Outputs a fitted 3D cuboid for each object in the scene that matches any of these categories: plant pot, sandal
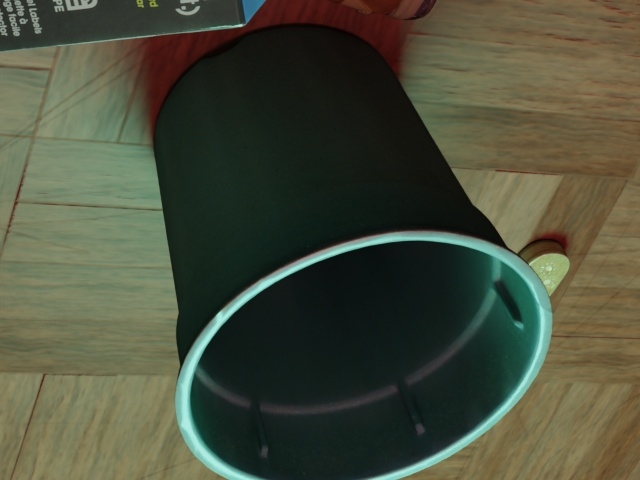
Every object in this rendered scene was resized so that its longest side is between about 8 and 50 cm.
[{"bbox_3d":[0.000,0.000,1.700,0.341,0.334,0.341,-10,136,-10],"label":"plant pot"},{"bbox_3d":[0.220,0.111,2.088,0.088,0.079,0.240,5,132,-25],"label":"sandal"}]

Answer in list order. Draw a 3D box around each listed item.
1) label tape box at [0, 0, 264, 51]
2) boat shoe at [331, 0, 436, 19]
[{"bbox_3d":[-0.129,-0.277,1.312,0.347,0.115,0.249,-5,129,4],"label":"label tape box"},{"bbox_3d":[0.062,-0.319,1.553,0.119,0.123,0.324,-1,134,-16],"label":"boat shoe"}]
